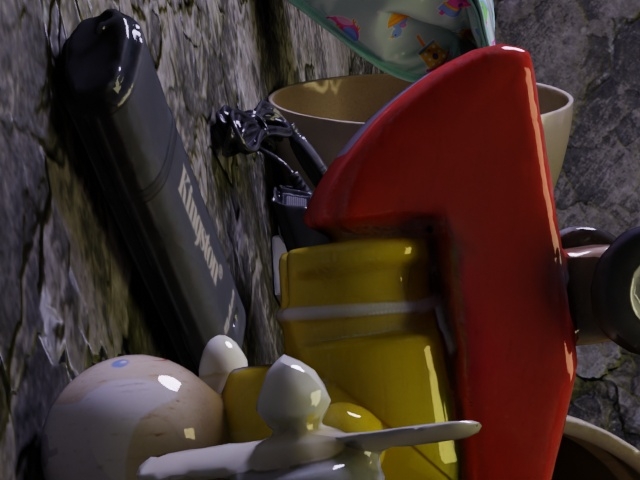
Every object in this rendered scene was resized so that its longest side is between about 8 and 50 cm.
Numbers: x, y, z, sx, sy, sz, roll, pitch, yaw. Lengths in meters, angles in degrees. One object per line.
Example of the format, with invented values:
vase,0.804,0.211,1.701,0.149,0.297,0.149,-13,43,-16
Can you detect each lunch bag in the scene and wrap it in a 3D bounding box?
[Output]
lunch bag,0.073,-0.285,1.588,0.262,0.160,0.223,32,33,-19

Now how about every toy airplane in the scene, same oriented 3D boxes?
toy airplane,0.000,0.142,0.744,0.384,0.272,0.386,-84,-168,-46

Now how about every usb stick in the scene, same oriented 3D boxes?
usb stick,-0.090,-0.014,0.929,0.278,0.045,0.077,74,10,-51

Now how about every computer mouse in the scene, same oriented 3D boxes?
computer mouse,0.000,0.000,1.311,0.262,0.060,0.184,51,13,-3

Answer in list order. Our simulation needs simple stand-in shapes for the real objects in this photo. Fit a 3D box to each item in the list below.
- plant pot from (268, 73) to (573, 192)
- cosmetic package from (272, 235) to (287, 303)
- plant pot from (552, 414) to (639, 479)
plant pot,0.093,-0.043,1.536,0.284,0.284,0.191,-69,159,-75
cosmetic package,-0.013,0.042,1.482,0.115,0.041,0.060,67,18,-65
plant pot,0.097,0.237,1.255,0.305,0.334,0.333,-115,-165,-75
